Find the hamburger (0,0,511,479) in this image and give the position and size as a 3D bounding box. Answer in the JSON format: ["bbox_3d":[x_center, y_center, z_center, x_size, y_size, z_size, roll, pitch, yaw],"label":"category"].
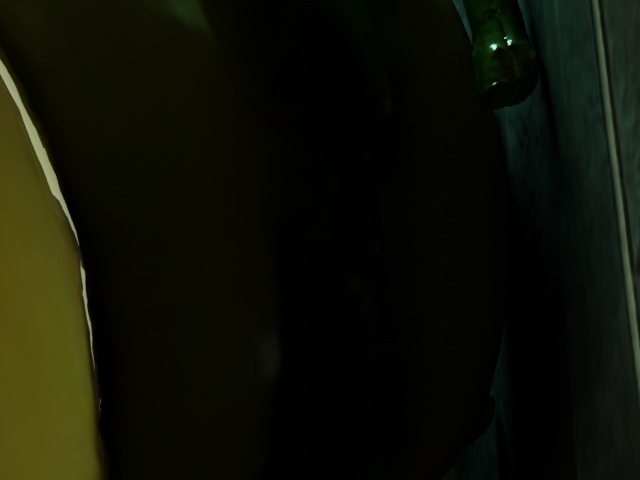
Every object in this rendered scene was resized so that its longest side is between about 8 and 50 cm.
[{"bbox_3d":[-0.101,-0.021,0.914,0.395,0.277,0.396,18,115,43],"label":"hamburger"}]

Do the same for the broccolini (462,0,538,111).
[{"bbox_3d":[0.070,-0.169,0.852,0.057,0.071,0.254,-34,53,32],"label":"broccolini"}]
